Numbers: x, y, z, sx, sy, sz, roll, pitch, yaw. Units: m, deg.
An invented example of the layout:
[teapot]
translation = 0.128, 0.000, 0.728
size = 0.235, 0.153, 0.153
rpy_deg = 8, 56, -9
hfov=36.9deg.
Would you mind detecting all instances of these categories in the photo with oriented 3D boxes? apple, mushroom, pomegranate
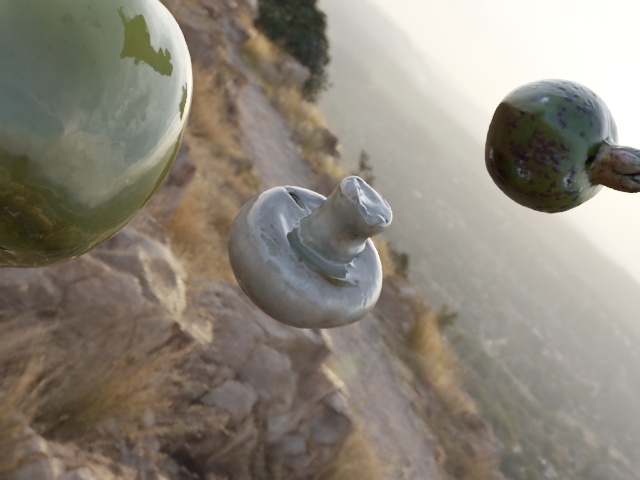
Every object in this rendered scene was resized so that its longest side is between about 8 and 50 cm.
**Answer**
[apple]
translation = -0.224, -0.108, 0.687
size = 0.262, 0.262, 0.262
rpy_deg = 40, 13, -11
[mushroom]
translation = 0.000, 0.000, 1.356
size = 0.243, 0.243, 0.243
rpy_deg = 40, 13, -11
[pomegranate]
translation = 0.344, -0.124, 1.327
size = 0.248, 0.202, 0.202
rpy_deg = 23, -2, 38
